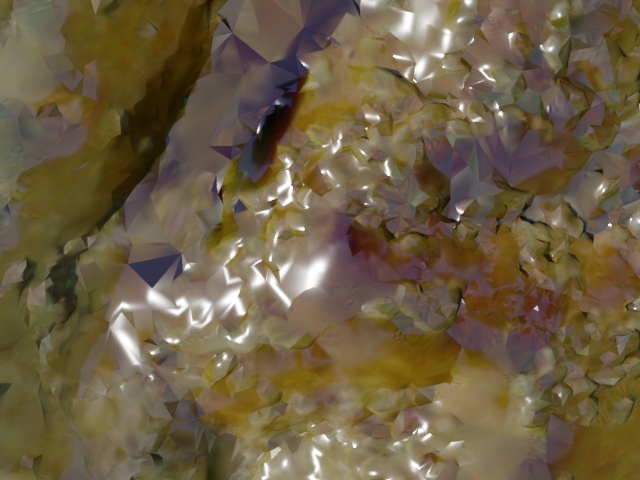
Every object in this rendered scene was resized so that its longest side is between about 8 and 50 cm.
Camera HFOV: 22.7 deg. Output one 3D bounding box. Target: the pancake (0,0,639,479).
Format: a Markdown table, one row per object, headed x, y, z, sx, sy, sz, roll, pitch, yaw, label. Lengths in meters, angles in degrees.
| x | y | z | sx | sy | sz | roll | pitch | yaw | label |
| --- | --- | --- | --- | --- | --- | --- | --- | --- | --- |
| 0.001 | 0.000 | 0.458 | 0.387 | 0.082 | 0.387 | -4 | 106 | -15 | pancake |
